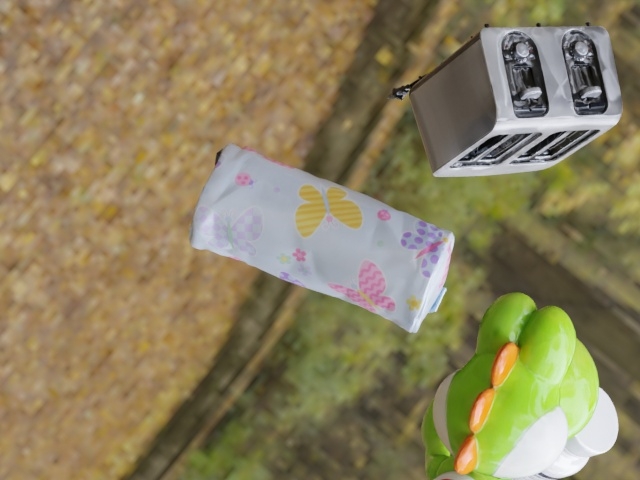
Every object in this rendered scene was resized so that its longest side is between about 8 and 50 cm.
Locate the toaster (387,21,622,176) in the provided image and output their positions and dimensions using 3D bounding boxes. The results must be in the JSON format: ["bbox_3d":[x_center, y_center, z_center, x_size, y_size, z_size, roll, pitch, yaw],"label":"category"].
[{"bbox_3d":[0.195,-0.144,1.885,0.168,0.110,0.185,-4,163,-30],"label":"toaster"}]

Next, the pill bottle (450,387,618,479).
[{"bbox_3d":[0.206,0.192,1.774,0.169,0.094,0.094,-25,-164,47],"label":"pill bottle"}]

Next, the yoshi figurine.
[{"bbox_3d":[0.157,0.220,1.610,0.203,0.203,0.362,-117,-136,-74],"label":"yoshi figurine"}]

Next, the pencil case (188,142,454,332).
[{"bbox_3d":[0.000,0.000,1.858,0.124,0.273,0.113,100,13,-55],"label":"pencil case"}]
